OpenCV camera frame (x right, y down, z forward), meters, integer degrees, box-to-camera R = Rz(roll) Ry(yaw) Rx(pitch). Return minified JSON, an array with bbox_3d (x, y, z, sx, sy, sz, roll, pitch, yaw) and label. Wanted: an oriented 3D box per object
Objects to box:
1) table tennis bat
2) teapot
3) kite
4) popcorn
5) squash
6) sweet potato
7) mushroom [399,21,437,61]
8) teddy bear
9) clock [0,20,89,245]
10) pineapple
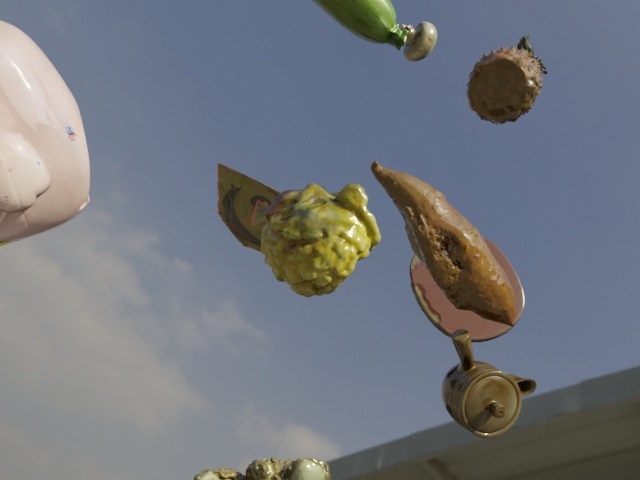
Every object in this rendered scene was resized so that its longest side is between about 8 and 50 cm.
[{"bbox_3d":[0.168,0.024,0.808,0.022,0.131,0.234,83,-16,-59],"label":"table tennis bat"},{"bbox_3d":[0.156,0.130,0.611,0.110,0.085,0.080,67,-13,-12],"label":"teapot"},{"bbox_3d":[-0.122,-0.046,1.514,0.328,0.013,0.377,-13,-56,45],"label":"kite"},{"bbox_3d":[-0.002,-0.002,1.067,0.218,0.189,0.169,42,-24,47],"label":"popcorn"},{"bbox_3d":[0.002,-0.481,1.118,0.395,0.107,0.107,35,-37,-14],"label":"squash"},{"bbox_3d":[0.117,0.005,0.578,0.206,0.068,0.060,52,-28,-1],"label":"sweet potato"},{"bbox_3d":[0.192,-0.411,1.272,0.079,0.085,0.085,25,-34,-21],"label":"mushroom"},{"bbox_3d":[-0.125,0.475,1.107,0.156,0.256,0.267,-136,-132,-55],"label":"teddy bear"},{"bbox_3d":[-0.559,-0.202,1.103,0.368,0.251,0.376,36,-42,53],"label":"clock"},{"bbox_3d":[0.444,-0.374,1.425,0.169,0.340,0.169,13,-62,25],"label":"pineapple"}]
